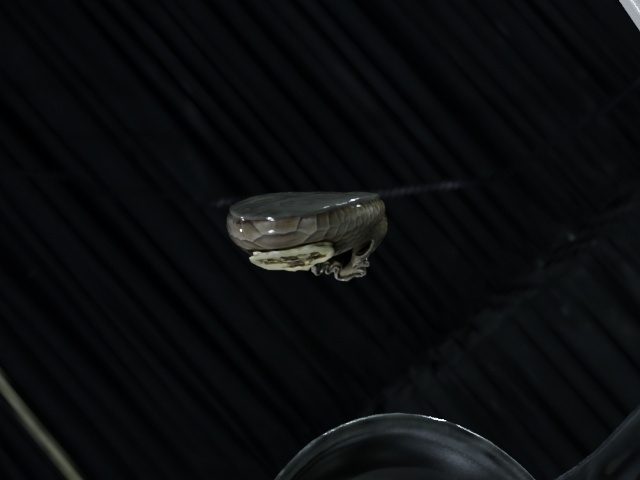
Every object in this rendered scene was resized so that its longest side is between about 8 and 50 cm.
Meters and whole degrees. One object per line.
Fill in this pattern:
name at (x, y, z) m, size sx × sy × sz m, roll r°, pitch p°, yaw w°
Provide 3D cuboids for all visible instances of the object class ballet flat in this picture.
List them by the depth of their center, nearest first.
ballet flat at (0.000, 0.000, 0.852) m, size 0.084 × 0.058 × 0.250 m, roll 0°, pitch 1°, yaw 7°

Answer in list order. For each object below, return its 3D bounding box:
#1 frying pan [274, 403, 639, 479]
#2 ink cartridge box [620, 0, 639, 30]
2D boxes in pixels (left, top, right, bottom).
frying pan at (0.064, 0.122, 0.603) m, size 0.053 × 0.197 × 0.326 m, roll -32°, pitch 23°, yaw 47°
ink cartridge box at (0.165, -0.044, 0.465) m, size 0.067 × 0.115 × 0.198 m, roll -37°, pitch -27°, yaw 16°
